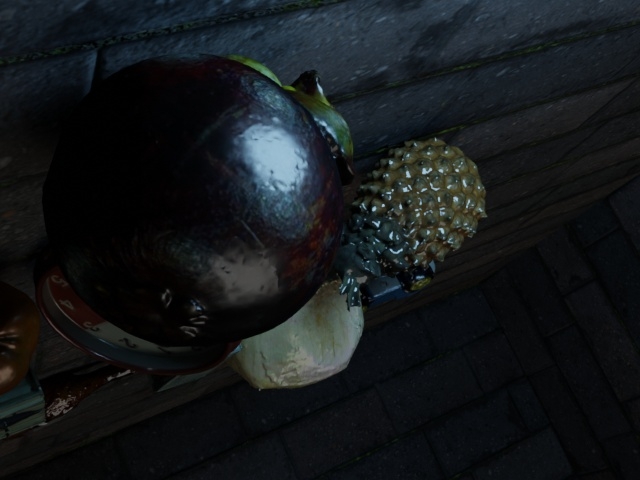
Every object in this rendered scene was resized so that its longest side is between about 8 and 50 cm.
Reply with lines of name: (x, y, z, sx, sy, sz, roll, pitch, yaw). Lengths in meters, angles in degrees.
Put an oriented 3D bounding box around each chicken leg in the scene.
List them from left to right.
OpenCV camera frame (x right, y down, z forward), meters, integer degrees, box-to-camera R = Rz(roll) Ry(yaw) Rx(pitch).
chicken leg: (-0.614, 0.372, 2.005, 0.407, 0.096, 0.158, -25, 172, -11)

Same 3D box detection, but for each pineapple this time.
pineapple: (0.112, -0.016, 1.410, 0.357, 0.223, 0.223, -39, 178, -38)

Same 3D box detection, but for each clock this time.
clock: (-0.264, 0.090, 1.249, 0.319, 0.080, 0.318, 7, 140, 6)

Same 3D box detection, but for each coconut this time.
coconut: (-0.063, 0.139, 1.571, 0.297, 0.254, 0.297, -7, -154, 3)

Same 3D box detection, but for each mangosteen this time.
mangosteen: (-0.123, -0.047, 0.866, 0.330, 0.330, 0.330, -24, 167, -6)

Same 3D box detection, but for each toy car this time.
toy car: (0.094, 0.069, 1.864, 0.314, 0.198, 0.166, -23, 156, -17)

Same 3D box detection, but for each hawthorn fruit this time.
hawthorn fruit: (-0.469, 0.131, 1.158, 0.189, 0.189, 0.189, -24, 167, -6)

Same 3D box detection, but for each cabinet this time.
cabinet: (-0.582, 0.266, 1.511, 0.145, 0.150, 0.206, -19, 165, -24)

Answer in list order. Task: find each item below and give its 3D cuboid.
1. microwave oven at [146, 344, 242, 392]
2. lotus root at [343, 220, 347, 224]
microwave oven: (-0.252, 0.133, 1.467, 0.122, 0.208, 0.162, -14, 163, -40)
lotus root: (0.001, 0.000, 1.721, 0.159, 0.095, 0.135, 25, 138, -18)
